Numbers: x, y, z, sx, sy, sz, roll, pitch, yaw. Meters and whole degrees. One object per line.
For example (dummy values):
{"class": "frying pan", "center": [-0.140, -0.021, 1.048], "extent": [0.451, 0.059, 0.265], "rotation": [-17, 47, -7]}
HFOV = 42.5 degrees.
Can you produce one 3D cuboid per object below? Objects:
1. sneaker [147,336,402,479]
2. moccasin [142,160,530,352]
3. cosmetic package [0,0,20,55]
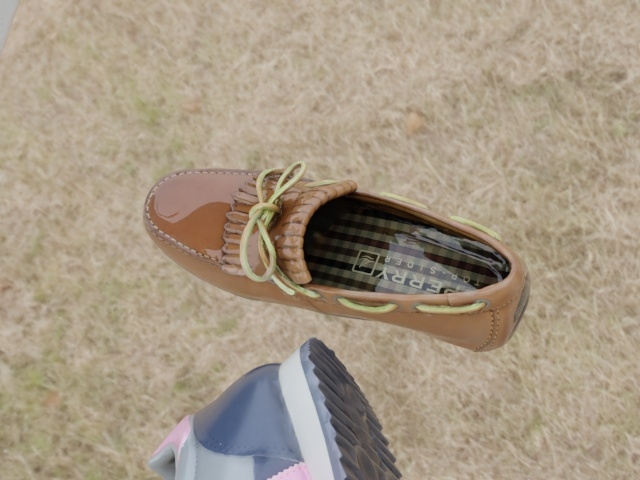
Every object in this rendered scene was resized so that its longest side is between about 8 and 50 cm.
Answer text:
{"class": "sneaker", "center": [-0.019, 0.184, 0.346], "extent": [0.131, 0.112, 0.319], "rotation": [-29, 30, 12]}
{"class": "moccasin", "center": [-0.001, 0.003, 0.754], "extent": [0.380, 0.147, 0.139], "rotation": [21, 71, 24]}
{"class": "cosmetic package", "center": [-0.384, -0.170, 0.632], "extent": [0.230, 0.161, 0.453], "rotation": [-20, 39, 6]}
